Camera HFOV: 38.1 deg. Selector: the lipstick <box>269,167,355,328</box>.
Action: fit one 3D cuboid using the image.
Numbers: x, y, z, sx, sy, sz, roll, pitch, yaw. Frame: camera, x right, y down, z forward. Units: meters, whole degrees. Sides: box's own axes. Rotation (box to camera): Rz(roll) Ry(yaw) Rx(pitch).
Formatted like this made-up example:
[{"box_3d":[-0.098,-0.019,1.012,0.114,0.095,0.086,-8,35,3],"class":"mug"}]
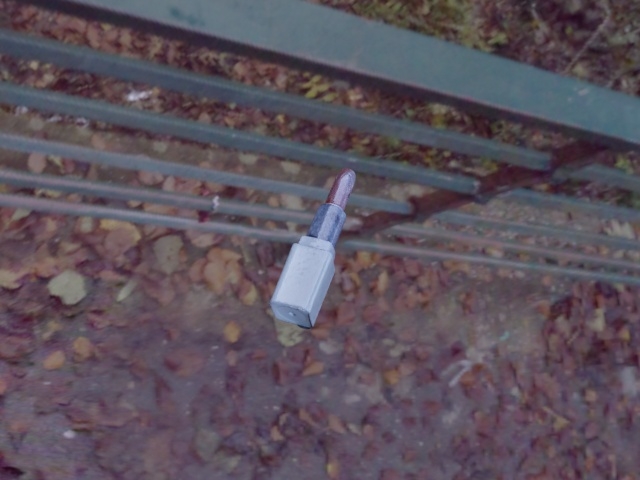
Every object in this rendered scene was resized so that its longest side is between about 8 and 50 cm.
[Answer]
[{"box_3d":[0.000,0.000,0.561,0.025,0.025,0.107,13,62,15],"class":"lipstick"}]
